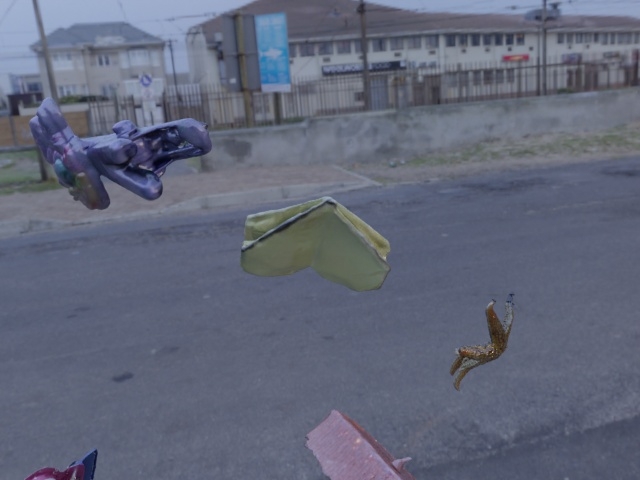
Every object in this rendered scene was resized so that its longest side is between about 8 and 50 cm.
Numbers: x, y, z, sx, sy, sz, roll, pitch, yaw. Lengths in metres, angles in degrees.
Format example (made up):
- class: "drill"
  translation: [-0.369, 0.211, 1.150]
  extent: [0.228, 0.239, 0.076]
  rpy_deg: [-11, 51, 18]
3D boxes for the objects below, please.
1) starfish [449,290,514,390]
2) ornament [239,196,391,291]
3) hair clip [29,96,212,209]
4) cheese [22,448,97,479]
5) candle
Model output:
- class: "starfish"
  translation: [0.201, 0.110, 0.698]
  extent: [0.041, 0.133, 0.130]
  rpy_deg: [39, 65, 23]
- class: "ornament"
  translation: [0.000, 0.000, 0.786]
  extent: [0.201, 0.180, 0.059]
  rpy_deg: [9, 55, -7]
- class: "hair clip"
  translation: [-0.249, -0.099, 0.664]
  extent: [0.279, 0.137, 0.090]
  rpy_deg: [3, 41, 36]
- class: "cheese"
  translation: [-0.433, 0.414, 0.941]
  extent: [0.062, 0.155, 0.244]
  rpy_deg: [19, 14, 16]
- class: "candle"
  translation: [0.105, 0.434, 1.112]
  extent: [0.131, 0.287, 0.317]
  rpy_deg: [-45, -12, -7]
